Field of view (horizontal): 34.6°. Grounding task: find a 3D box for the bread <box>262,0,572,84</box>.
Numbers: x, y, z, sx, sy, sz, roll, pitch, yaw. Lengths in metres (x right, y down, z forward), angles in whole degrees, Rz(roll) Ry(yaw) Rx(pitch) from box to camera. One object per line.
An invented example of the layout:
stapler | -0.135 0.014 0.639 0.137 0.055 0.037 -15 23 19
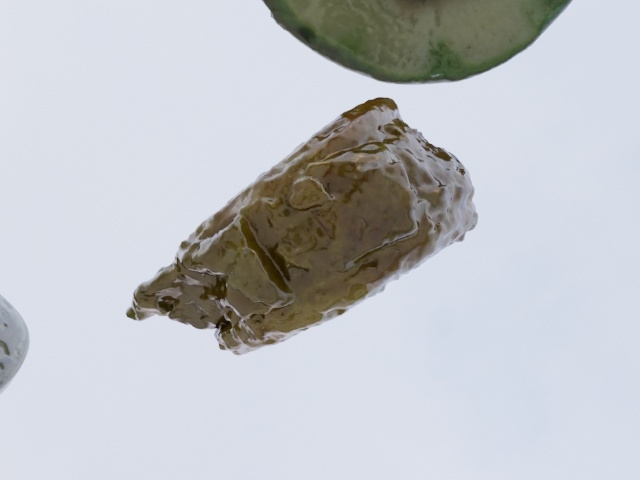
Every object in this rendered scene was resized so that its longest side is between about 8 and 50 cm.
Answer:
bread | 0.102 -0.342 1.012 0.382 0.129 0.366 -2 -69 -1

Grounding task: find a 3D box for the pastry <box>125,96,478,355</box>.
pastry | 0.000 0.000 0.787 0.132 0.235 0.240 50 -42 -2

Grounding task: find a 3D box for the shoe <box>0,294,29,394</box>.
shoe | -0.392 0.151 0.902 0.124 0.316 0.159 46 -65 1
